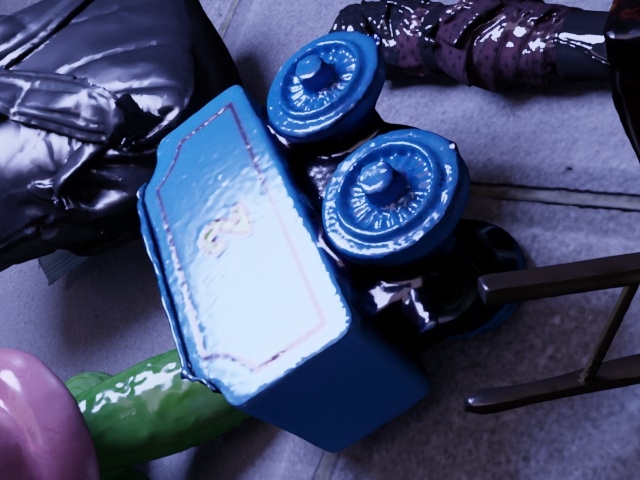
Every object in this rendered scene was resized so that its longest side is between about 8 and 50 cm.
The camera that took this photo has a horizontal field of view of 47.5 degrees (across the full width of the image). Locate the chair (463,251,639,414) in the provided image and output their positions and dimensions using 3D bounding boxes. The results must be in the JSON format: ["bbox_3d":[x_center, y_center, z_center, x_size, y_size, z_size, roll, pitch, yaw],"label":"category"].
[{"bbox_3d":[0.250,0.076,0.367,0.319,0.186,0.160,-11,51,-1],"label":"chair"}]

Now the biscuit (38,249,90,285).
[{"bbox_3d":[-0.323,-0.106,1.041,0.186,0.079,0.309,-25,51,33],"label":"biscuit"}]

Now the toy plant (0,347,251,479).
[{"bbox_3d":[-0.237,0.190,0.639,0.317,0.356,0.211,-21,80,36],"label":"toy plant"}]

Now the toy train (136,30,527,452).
[{"bbox_3d":[0.000,0.000,0.595,0.265,0.188,0.300,-35,49,10],"label":"toy train"}]

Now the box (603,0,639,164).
[{"bbox_3d":[0.344,-0.216,0.392,0.264,0.116,0.415,4,54,42],"label":"box"}]

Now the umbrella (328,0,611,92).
[{"bbox_3d":[0.132,-0.182,0.661,0.326,0.094,0.090,18,95,47],"label":"umbrella"}]

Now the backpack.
[{"bbox_3d":[-0.312,-0.130,0.843,0.445,0.255,0.363,-24,52,4],"label":"backpack"}]
